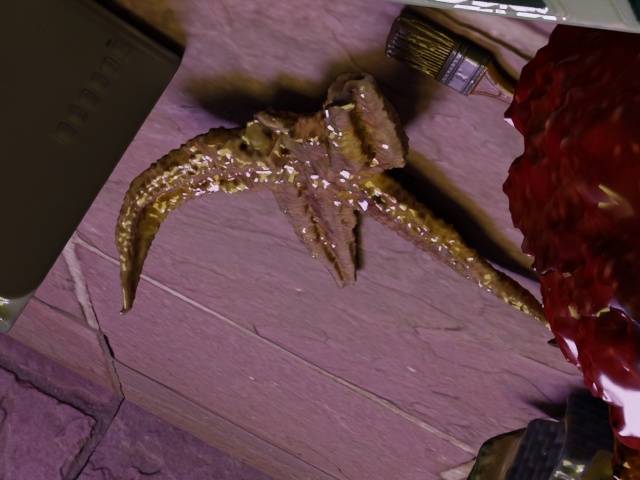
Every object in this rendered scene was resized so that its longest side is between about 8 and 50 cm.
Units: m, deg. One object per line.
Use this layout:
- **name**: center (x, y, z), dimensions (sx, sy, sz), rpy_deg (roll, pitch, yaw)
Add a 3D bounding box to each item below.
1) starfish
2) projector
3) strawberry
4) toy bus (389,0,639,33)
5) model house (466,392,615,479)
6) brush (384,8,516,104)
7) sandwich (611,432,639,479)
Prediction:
- **starfish**: center (0.000, -0.010, 0.848), dimensions (0.398, 0.132, 0.384), rpy_deg (-10, 146, 40)
- **projector**: center (-0.254, -0.086, 0.812), dimensions (0.198, 0.250, 0.108), rpy_deg (32, 161, -12)
- **strawberry**: center (0.201, 0.008, 0.487), dimensions (0.274, 0.220, 0.274), rpy_deg (25, 156, 12)
- **toy bus**: center (0.081, -0.155, 0.378), dimensions (0.271, 0.133, 0.165), rpy_deg (17, 162, 36)
- **model house**: center (0.303, 0.308, 1.030), dimensions (0.321, 0.261, 0.266), rpy_deg (23, 158, 4)
- **brush**: center (0.118, -0.090, 0.659), dimensions (0.170, 0.014, 0.043), rpy_deg (27, 159, -1)
- **sandwich**: center (0.266, 0.154, 0.778), dimensions (0.109, 0.292, 0.212), rpy_deg (3, 112, 16)
